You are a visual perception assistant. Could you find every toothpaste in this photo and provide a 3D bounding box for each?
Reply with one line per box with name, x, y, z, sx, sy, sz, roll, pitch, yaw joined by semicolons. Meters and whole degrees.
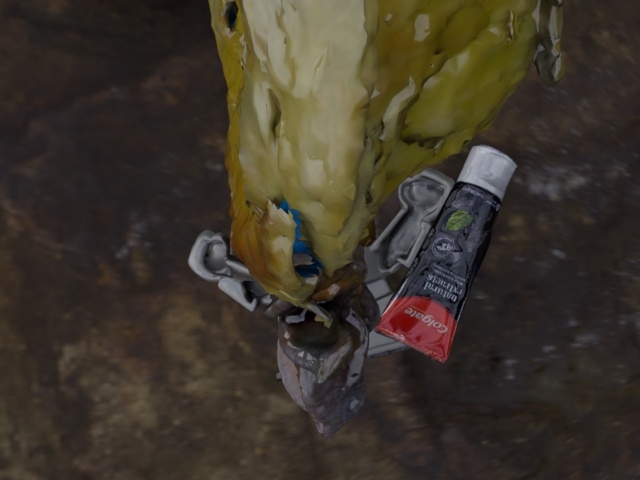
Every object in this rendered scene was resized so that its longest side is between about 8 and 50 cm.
toothpaste;0.119;0.011;1.570;0.071;0.045;0.193;28;79;-8

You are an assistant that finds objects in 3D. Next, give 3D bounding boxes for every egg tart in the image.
egg tart;0.014;-0.111;0.577;0.107;0.291;0.290;-5;86;-3

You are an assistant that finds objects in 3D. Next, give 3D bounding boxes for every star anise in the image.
star anise;-0.003;0.008;1.079;0.073;0.212;0.197;-6;70;2

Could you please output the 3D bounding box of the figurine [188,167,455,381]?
figurine;0.003;-0.001;1.871;0.308;0.143;0.308;0;92;1
